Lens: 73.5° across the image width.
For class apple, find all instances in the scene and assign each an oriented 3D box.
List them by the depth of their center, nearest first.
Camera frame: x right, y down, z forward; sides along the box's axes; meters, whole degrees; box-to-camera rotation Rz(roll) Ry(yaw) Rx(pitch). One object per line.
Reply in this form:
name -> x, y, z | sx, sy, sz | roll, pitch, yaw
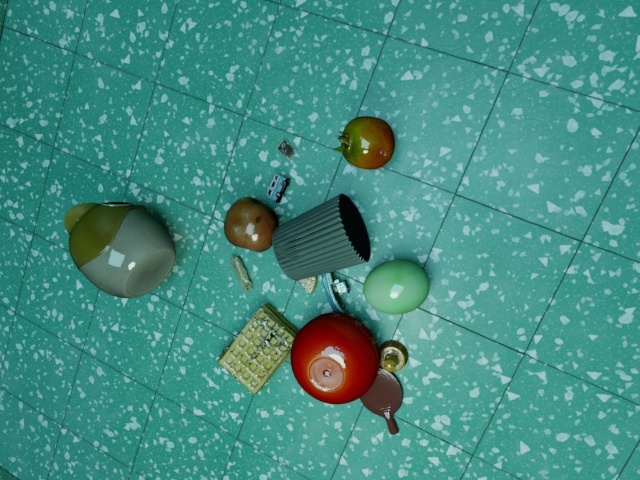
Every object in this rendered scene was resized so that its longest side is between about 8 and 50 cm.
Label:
apple -> -0.297, -0.072, 1.877 | 0.254, 0.253, 0.253 | 2, 96, 16

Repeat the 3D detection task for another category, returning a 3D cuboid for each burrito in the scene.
burrito -> -0.373, 0.154, 2.024 | 0.058, 0.045, 0.188 | -26, 86, 10

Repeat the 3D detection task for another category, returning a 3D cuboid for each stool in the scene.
stool -> 0.000, 0.000, 1.781 | 0.330, 0.297, 0.297 | -20, 90, 21

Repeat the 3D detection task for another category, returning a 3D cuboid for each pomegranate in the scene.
pomegranate -> 0.172, -0.389, 1.705 | 0.221, 0.257, 0.220 | 22, 116, 59

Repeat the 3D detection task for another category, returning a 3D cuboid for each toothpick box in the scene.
toothpick box -> -0.922, 0.022, 1.985 | 0.425, 0.409, 0.408 | 36, 104, 15

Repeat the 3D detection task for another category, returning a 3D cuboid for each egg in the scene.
egg -> 0.305, 0.190, 1.739 | 0.270, 0.220, 0.220 | -18, 91, 19

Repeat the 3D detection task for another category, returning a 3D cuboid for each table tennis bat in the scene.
table tennis bat -> 0.276, 0.707, 1.899 | 0.201, 0.038, 0.310 | -20, 90, 19

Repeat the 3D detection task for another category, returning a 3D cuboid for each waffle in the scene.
waffle -> -0.278, 0.506, 1.998 | 0.261, 0.114, 0.376 | 42, 105, 9

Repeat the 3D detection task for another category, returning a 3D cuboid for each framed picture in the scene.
framed picture -> -0.152, -0.406, 1.920 | 0.089, 0.007, 0.066 | 46, 105, 7

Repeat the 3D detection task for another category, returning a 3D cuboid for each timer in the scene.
timer -> 0.059, 0.498, 1.806 | 0.378, 0.279, 0.377 | 4, 102, 18
timer -> 0.298, 0.509, 1.811 | 0.132, 0.152, 0.131 | 2, 96, 16

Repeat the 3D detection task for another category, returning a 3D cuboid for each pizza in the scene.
pizza -> -0.049, 0.177, 1.945 | 0.100, 0.029, 0.099 | 39, 97, 6

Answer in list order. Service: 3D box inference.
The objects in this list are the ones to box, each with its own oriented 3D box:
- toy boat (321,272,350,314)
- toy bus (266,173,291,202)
toy boat -> 0.078, 0.223, 1.879 | 0.102, 0.088, 0.215 | -17, 90, 14
toy bus -> -0.193, -0.236, 1.923 | 0.075, 0.060, 0.122 | 29, 101, 16
